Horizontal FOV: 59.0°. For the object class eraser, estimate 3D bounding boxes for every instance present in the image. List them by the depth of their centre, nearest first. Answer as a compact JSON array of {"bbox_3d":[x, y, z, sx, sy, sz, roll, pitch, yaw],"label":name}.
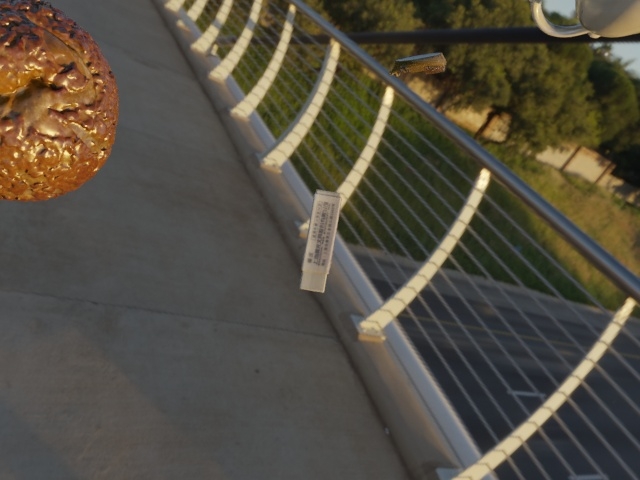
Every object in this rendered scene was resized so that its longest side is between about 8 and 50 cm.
[{"bbox_3d":[0.000,0.000,1.591,0.081,0.279,0.124,9,2,0],"label":"eraser"}]

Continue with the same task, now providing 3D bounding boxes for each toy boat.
[{"bbox_3d":[0.247,-0.446,1.449,0.149,0.049,0.047,-2,33,23],"label":"toy boat"}]

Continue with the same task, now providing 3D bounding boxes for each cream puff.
[{"bbox_3d":[-0.427,-0.202,0.792,0.303,0.303,0.212,19,-11,-25],"label":"cream puff"}]

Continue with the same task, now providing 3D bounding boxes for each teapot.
[{"bbox_3d":[0.461,-0.399,0.847,0.166,0.299,0.208,36,53,-31],"label":"teapot"}]
